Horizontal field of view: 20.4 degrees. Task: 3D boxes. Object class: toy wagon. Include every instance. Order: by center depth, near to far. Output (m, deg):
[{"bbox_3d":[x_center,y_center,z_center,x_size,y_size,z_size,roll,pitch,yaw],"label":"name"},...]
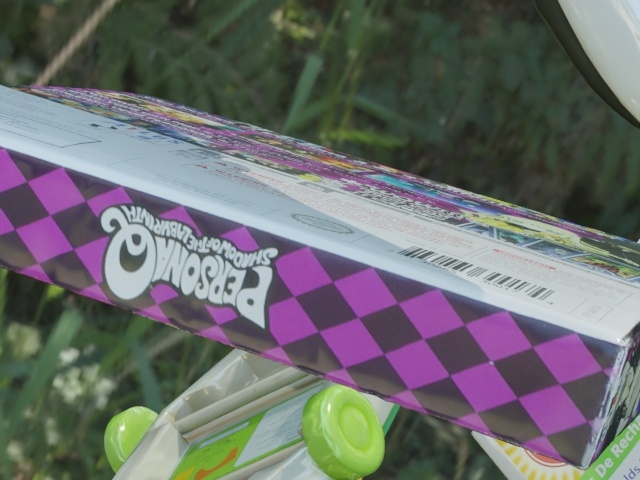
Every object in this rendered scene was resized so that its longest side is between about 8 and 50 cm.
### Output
[{"bbox_3d":[-0.066,0.153,1.106,0.068,0.267,0.344,52,35,-14],"label":"toy wagon"}]

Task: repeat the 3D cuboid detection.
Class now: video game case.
[{"bbox_3d":[0.000,0.000,0.567,0.232,0.042,0.210,18,10,16],"label":"video game case"}]

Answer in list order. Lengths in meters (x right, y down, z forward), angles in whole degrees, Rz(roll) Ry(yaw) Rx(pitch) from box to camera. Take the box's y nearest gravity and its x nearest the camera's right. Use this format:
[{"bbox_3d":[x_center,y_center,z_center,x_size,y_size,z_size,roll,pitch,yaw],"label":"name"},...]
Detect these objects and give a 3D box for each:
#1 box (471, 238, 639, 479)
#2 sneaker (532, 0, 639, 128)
[{"bbox_3d":[0.176,0.050,0.690,0.103,0.203,0.114,29,15,-44],"label":"box"},{"bbox_3d":[0.033,-0.110,0.458,0.104,0.147,0.296,12,48,-33],"label":"sneaker"}]
